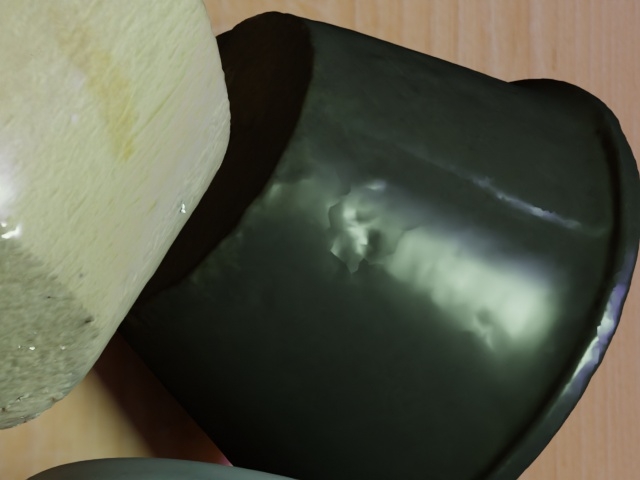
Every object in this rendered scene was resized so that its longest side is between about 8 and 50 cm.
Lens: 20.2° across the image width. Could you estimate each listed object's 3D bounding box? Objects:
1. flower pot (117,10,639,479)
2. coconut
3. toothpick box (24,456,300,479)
[{"bbox_3d":[0.000,0.000,0.841,0.166,0.269,0.269,36,53,-26],"label":"flower pot"},{"bbox_3d":[-0.140,-0.052,0.605,0.224,0.224,0.234,53,45,-44],"label":"coconut"},{"bbox_3d":[-0.061,0.289,0.687,0.263,0.263,0.354,48,48,-47],"label":"toothpick box"}]
